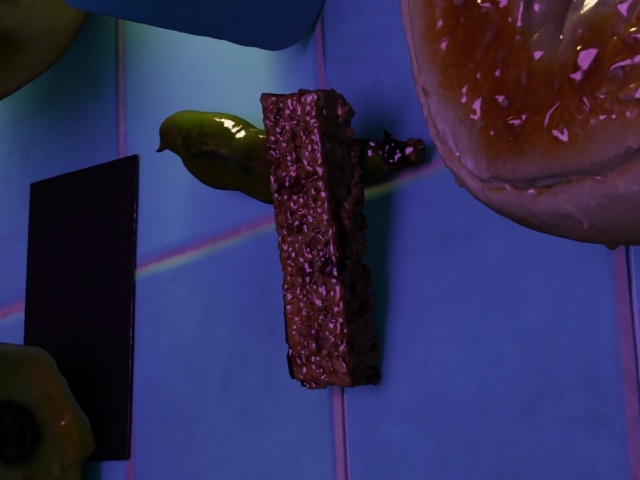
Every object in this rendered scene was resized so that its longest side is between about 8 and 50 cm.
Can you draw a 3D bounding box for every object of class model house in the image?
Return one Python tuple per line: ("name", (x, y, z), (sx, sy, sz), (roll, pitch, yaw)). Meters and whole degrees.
("model house", (-0.294, 0.187, 1.325), (0.193, 0.174, 0.234), (-15, 78, 49))

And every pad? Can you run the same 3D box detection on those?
("pad", (-0.203, 0.060, 1.380), (0.170, 0.006, 0.246), (-11, 75, 48))

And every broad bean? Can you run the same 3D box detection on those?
("broad bean", (-0.037, -0.056, 1.173), (0.297, 0.043, 0.060), (11, 85, 50))

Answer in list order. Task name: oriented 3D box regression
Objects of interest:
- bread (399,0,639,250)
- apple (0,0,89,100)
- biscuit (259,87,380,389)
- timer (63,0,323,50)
("bread", (0.168, -0.147, 0.851), (0.305, 0.158, 0.306), (-11, 77, 52))
("apple", (-0.343, -0.260, 1.345), (0.364, 0.364, 0.364), (-12, 74, 49))
("biscuit", (0.000, 0.000, 1.086), (0.064, 0.034, 0.199), (-1, 97, 45))
("timer", (-0.064, -0.265, 1.097), (0.091, 0.232, 0.250), (50, 122, 41))
